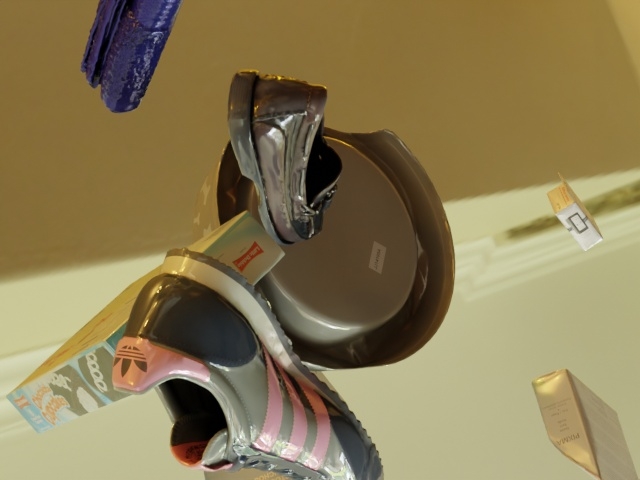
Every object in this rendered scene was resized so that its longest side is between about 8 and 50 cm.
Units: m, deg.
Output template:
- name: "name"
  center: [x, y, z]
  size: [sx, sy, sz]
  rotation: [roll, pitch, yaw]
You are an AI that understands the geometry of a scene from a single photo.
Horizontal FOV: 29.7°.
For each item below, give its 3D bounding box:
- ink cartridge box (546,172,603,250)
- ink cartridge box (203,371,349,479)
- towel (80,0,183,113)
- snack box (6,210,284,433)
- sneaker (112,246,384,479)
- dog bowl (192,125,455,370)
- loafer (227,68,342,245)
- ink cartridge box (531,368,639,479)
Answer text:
- name: "ink cartridge box"
  center: [0.289, -0.034, 1.392]
  size: [0.083, 0.028, 0.048]
  rotation: [48, -162, -27]
- name: "ink cartridge box"
  center: [-0.031, 0.330, 1.554]
  size: [0.270, 0.151, 0.395]
  rotation: [55, -169, -45]
- name: "towel"
  center: [-0.134, -0.291, 1.078]
  size: [0.076, 0.308, 0.227]
  rotation: [21, -136, -12]
- name: "snack box"
  center: [-0.179, 0.087, 1.165]
  size: [0.060, 0.322, 0.187]
  rotation: [50, -121, -8]
- name: "sneaker"
  center: [-0.062, 0.153, 0.994]
  size: [0.319, 0.112, 0.131]
  rotation: [52, -125, -34]
- name: "dog bowl"
  center: [0.000, 0.000, 1.465]
  size: [0.349, 0.102, 0.348]
  rotation: [15, -117, -32]
- name: "loafer"
  center: [-0.019, -0.072, 1.232]
  size: [0.302, 0.095, 0.109]
  rotation: [67, -154, -65]
- name: "ink cartridge box"
  center: [0.343, 0.288, 1.477]
  size: [0.181, 0.056, 0.224]
  rotation: [38, -146, -47]
